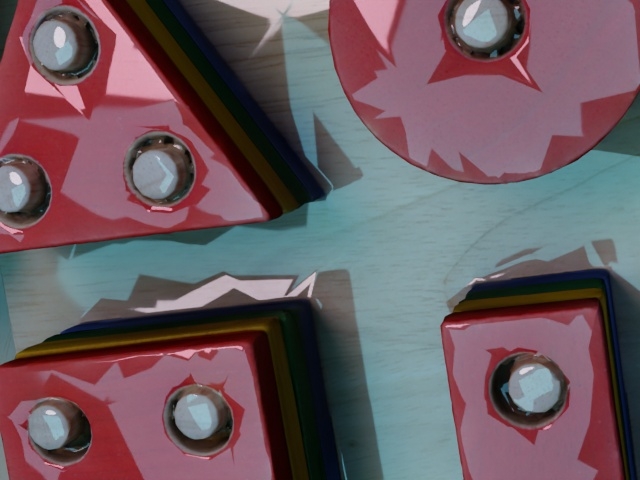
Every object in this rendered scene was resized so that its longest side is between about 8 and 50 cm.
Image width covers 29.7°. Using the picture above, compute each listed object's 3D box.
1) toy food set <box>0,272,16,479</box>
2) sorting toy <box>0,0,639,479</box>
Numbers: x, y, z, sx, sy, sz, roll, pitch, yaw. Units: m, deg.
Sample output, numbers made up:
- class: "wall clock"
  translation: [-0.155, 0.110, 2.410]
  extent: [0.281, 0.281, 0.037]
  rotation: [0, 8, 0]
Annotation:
- class: "toy food set"
  translation: [-0.084, 0.087, 0.531]
  extent: [0.219, 0.092, 0.306]
  rotation: [30, 114, 9]
- class: "sorting toy"
  translation: [0.000, 0.000, 0.382]
  extent: [0.257, 0.089, 0.255]
  rotation: [-7, 97, 17]
